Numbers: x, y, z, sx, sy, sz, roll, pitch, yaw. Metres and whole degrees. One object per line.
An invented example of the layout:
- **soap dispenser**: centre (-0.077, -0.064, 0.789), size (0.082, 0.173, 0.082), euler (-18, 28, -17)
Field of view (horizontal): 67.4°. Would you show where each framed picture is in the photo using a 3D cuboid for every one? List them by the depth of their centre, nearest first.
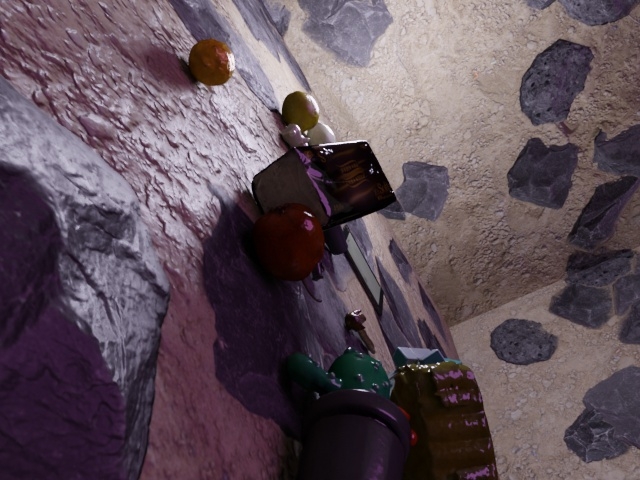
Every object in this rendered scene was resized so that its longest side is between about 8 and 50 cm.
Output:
- **framed picture**: centre (0.169, 0.110, 1.934), size (0.347, 0.016, 0.265), euler (61, 15, -9)

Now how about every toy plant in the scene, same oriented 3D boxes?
- **toy plant**: centre (0.052, 0.316, 0.838), size (0.400, 0.279, 0.186), euler (-68, 170, -63)

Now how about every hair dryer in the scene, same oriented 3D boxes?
- **hair dryer**: centre (0.000, 0.000, 1.446), size (0.361, 0.121, 0.301), euler (-83, 153, -50)

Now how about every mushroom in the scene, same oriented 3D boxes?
- **mushroom**: centre (0.129, 0.274, 1.436), size (0.187, 0.061, 0.060), euler (56, 10, -38)

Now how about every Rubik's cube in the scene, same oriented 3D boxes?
- **Rubik's cube**: centre (0.309, 0.428, 1.399), size (0.213, 0.265, 0.224), euler (66, -3, -35)

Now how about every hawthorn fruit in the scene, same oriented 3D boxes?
- **hawthorn fruit**: centre (-0.057, 0.054, 1.082), size (0.165, 0.165, 0.286), euler (-93, 172, -58)

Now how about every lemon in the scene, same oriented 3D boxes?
- **lemon**: centre (-0.273, -0.449, 1.211), size (0.114, 0.114, 0.155), euler (57, 12, -21)

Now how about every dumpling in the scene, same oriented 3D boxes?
- **dumpling**: centre (-0.004, -0.448, 2.163), size (0.229, 0.124, 0.151), euler (68, -22, 0)

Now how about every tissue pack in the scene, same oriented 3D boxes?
- **tissue pack**: centre (0.020, -0.132, 1.281), size (0.370, 0.198, 0.210), euler (-22, 82, -53)

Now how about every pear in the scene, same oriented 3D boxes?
- **pear**: centre (-0.079, -0.509, 1.906), size (0.149, 0.148, 0.162), euler (-9, 80, -75)

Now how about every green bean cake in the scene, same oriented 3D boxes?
- **green bean cake**: centre (0.219, 0.428, 1.070), size (0.310, 0.201, 0.285), euler (117, -31, -58)

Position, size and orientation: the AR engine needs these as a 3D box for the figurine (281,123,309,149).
- **figurine**: centre (-0.079, -0.363, 1.782), size (0.146, 0.081, 0.098), euler (52, 18, -35)
